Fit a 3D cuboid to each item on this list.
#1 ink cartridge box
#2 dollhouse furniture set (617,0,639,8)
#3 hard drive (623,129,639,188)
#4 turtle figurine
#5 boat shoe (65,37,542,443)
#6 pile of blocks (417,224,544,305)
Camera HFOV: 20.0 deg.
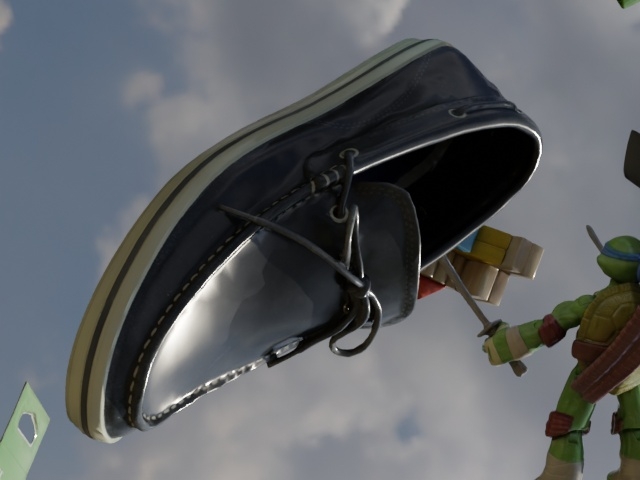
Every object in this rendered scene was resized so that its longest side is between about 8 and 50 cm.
[{"bbox_3d":[-0.288,0.212,1.427,0.109,0.062,0.209,82,27,-67],"label":"ink cartridge box"},{"bbox_3d":[0.181,-0.215,1.122,0.059,0.076,0.152,61,-5,35],"label":"dollhouse furniture set"},{"bbox_3d":[0.406,-0.015,1.737,0.054,0.172,0.254,-57,-145,6],"label":"hard drive"},{"bbox_3d":[0.267,0.118,1.849,0.274,0.198,0.266,8,-81,38],"label":"turtle figurine"},{"bbox_3d":[0.000,0.000,1.424,0.156,0.500,0.187,31,-43,26],"label":"boat shoe"},{"bbox_3d":[0.083,-0.001,2.222,0.149,0.362,0.113,49,61,-72],"label":"pile of blocks"}]
